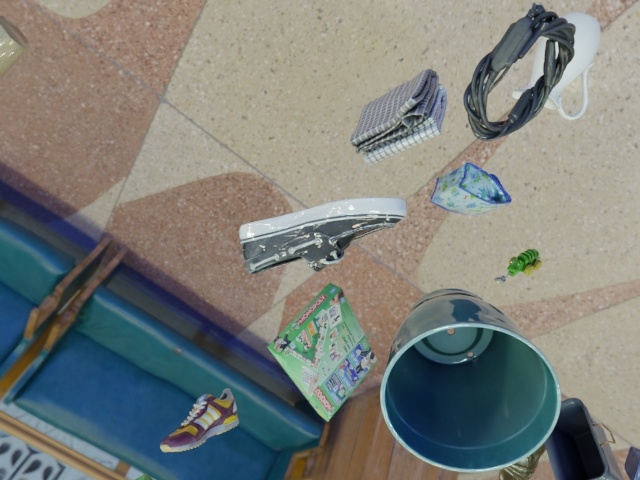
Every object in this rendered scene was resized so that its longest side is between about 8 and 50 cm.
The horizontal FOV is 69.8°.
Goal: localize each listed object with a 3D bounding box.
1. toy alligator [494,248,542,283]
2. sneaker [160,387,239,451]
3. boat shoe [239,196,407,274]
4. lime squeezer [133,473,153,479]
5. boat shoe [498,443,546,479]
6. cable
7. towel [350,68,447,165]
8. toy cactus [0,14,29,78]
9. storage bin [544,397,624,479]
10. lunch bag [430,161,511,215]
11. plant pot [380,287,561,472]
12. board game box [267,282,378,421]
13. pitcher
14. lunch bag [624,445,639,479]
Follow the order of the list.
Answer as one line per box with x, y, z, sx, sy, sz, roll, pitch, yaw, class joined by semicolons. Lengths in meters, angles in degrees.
0.514;0.058;1.177;0.056;0.190;0.051;35;133;43;toy alligator
-0.245;0.356;0.918;0.070;0.186;0.083;-16;82;30;sneaker
0.000;0.000;0.756;0.302;0.102;0.108;-11;171;22;boat shoe
-0.269;0.292;0.335;0.058;0.310;0.110;50;144;-7;lime squeezer
0.413;0.432;0.930;0.056;0.049;0.152;32;103;8;boat shoe
0.279;-0.226;0.649;0.151;0.047;0.184;8;119;-41;cable
0.219;-0.354;1.293;0.235;0.283;0.121;-21;118;34;towel
-0.357;-0.146;0.413;0.181;0.112;0.218;-31;88;4;toy cactus
0.440;0.343;0.754;0.091;0.135;0.098;36;124;-21;storage bin
0.381;-0.117;1.157;0.151;0.096;0.129;27;162;-13;lunch bag
0.247;0.215;0.833;0.272;0.255;0.271;2;107;8;plant pot
0.021;0.283;1.135;0.046;0.213;0.317;25;150;44;board game box
0.584;-0.406;1.084;0.178;0.125;0.207;25;100;-9;pitcher
0.769;0.541;1.078;0.065;0.098;0.067;15;100;20;lunch bag
